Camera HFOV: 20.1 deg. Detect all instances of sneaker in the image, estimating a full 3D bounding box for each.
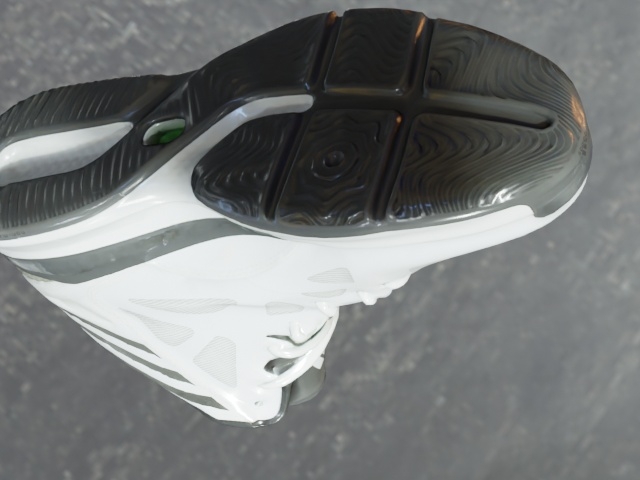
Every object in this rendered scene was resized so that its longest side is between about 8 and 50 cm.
[{"bbox_3d":[0.000,-0.001,1.200,0.257,0.447,0.169,52,45,-43],"label":"sneaker"}]
